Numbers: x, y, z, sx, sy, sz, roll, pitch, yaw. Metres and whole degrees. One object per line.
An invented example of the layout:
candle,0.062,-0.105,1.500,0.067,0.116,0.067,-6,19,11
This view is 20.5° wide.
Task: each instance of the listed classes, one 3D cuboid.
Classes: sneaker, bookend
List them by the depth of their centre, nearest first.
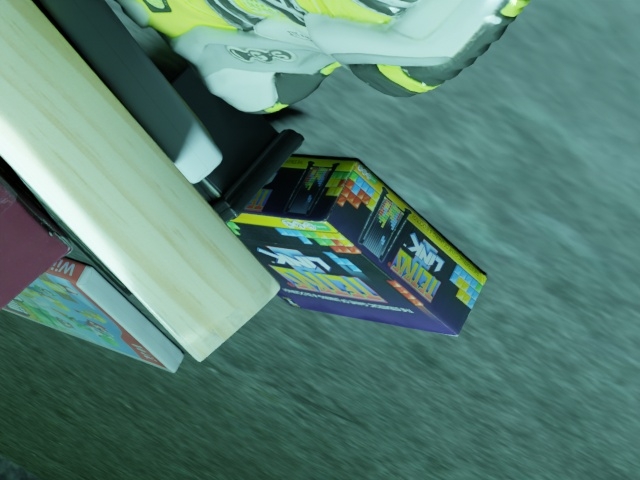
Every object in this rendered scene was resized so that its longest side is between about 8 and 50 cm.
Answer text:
sneaker,-0.012,-0.135,0.595,0.147,0.145,0.384,32,162,-16
bookend,-0.117,-0.065,1.047,0.156,0.072,0.157,46,146,-9

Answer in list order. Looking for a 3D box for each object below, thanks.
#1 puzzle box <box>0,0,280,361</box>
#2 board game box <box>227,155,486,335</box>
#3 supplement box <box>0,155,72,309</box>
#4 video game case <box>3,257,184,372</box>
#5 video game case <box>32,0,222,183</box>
puzzle box,-0.192,-0.143,0.743,0.409,0.052,0.272,51,175,-37
board game box,0.000,0.000,1.146,0.170,0.048,0.141,7,153,50
supplement box,-0.212,-0.070,0.754,0.239,0.073,0.130,44,175,44
video game case,-0.293,0.044,1.770,0.285,0.025,0.204,17,160,31
video game case,-0.149,-0.145,0.842,0.206,0.026,0.227,47,176,32
